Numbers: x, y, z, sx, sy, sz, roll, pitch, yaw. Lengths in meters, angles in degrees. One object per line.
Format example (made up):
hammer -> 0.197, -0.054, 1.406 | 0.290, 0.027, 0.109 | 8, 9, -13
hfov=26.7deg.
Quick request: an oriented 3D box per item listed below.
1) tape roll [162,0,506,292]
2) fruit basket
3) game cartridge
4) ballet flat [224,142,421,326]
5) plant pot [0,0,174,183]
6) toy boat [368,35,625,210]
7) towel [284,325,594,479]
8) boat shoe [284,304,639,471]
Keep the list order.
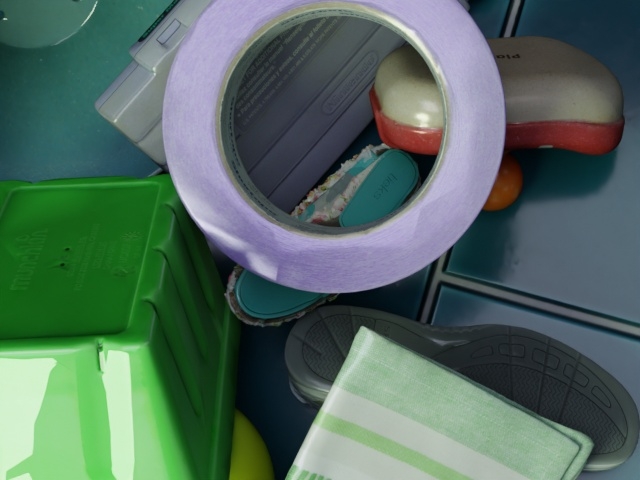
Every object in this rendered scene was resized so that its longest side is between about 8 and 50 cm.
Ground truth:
tape roll -> 0.012, -0.097, 1.109 | 0.275, 0.090, 0.275 | 0, 94, 4
fruit basket -> -0.172, 0.166, 1.121 | 0.283, 0.392, 0.392 | -2, 79, 1
game cartridge -> -0.018, -0.189, 1.237 | 0.355, 0.230, 0.068 | -48, 38, -2
ballet flat -> 0.000, 0.000, 1.237 | 0.241, 0.077, 0.091 | -39, 100, -26
plant pot -> -0.258, -0.204, 1.272 | 0.290, 0.290, 0.195 | -33, 41, 2
toy boat -> 0.162, -0.098, 1.240 | 0.231, 0.151, 0.151 | -3, 119, -3
towel -> 0.062, 0.262, 1.079 | 0.248, 0.038, 0.325 | 27, 89, -25
boat shoe -> 0.125, 0.142, 1.219 | 0.320, 0.103, 0.118 | 11, 62, 6
